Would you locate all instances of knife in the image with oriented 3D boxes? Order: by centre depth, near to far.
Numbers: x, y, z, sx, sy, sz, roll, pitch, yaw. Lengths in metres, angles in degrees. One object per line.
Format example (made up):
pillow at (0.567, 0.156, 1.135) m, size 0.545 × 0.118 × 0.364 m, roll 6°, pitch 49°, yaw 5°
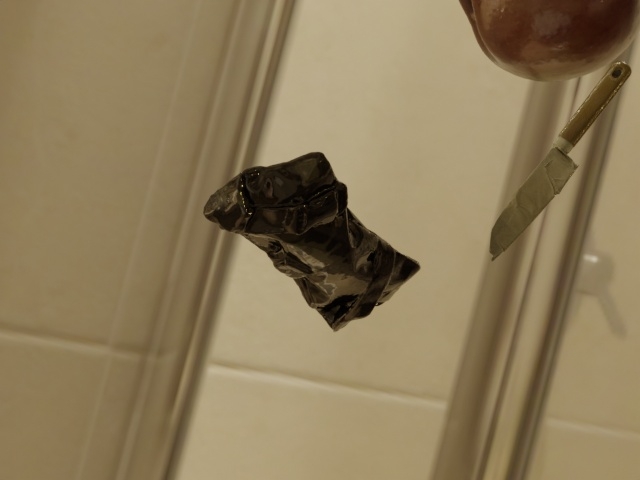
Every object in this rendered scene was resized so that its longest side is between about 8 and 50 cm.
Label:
knife at (0.292, -0.096, 1.496) m, size 0.047 × 0.298 × 0.017 m, roll 37°, pitch -7°, yaw 12°

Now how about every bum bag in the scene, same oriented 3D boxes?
bum bag at (0.000, 0.000, 1.432) m, size 0.340 × 0.144 × 0.095 m, roll 45°, pitch 14°, yaw -48°

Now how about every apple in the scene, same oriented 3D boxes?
apple at (0.316, -0.356, 1.730) m, size 0.235 × 0.305 × 0.306 m, roll -23°, pitch -4°, yaw 3°
